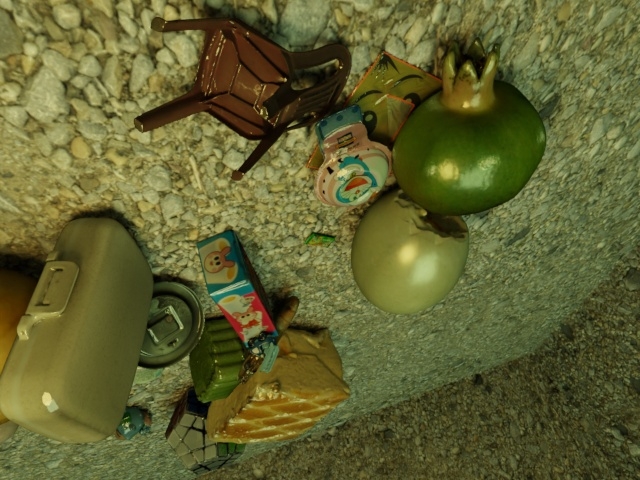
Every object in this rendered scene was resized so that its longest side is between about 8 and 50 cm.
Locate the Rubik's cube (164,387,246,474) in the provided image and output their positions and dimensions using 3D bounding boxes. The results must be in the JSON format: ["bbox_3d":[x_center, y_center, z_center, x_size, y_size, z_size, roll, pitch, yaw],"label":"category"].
[{"bbox_3d":[-0.410,0.687,1.590,0.318,0.319,0.264,-4,114,-25],"label":"Rubik's cube"}]

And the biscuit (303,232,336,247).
[{"bbox_3d":[0.000,0.000,1.141,0.089,0.016,0.046,10,133,-39],"label":"biscuit"}]

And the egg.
[{"bbox_3d":[0.211,0.039,1.083,0.278,0.278,0.336,-4,140,-25],"label":"egg"}]

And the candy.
[{"bbox_3d":[-0.199,0.130,1.075,0.100,0.157,0.306,-19,145,-6],"label":"candy"}]

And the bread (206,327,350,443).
[{"bbox_3d":[-0.153,0.487,1.465,0.390,0.279,0.371,13,128,-37],"label":"bread"}]

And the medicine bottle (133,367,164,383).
[{"bbox_3d":[-0.477,0.287,1.144,0.135,0.135,0.168,-8,142,-22],"label":"medicine bottle"}]

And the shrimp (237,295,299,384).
[{"bbox_3d":[-0.160,0.275,1.236,0.058,0.296,0.169,44,149,-13],"label":"shrimp"}]

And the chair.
[{"bbox_3d":[-0.097,-0.246,0.682,0.176,0.183,0.326,-57,178,37],"label":"chair"}]

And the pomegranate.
[{"bbox_3d":[0.312,-0.199,0.854,0.309,0.216,0.359,-27,141,-12],"label":"pomegranate"}]

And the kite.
[{"bbox_3d":[0.137,-0.245,0.900,0.377,0.013,0.328,-21,145,-4],"label":"kite"}]

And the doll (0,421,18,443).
[{"bbox_3d":[-0.808,0.446,1.160,0.287,0.151,0.151,-24,145,-5],"label":"doll"}]

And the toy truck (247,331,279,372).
[{"bbox_3d":[-0.141,0.286,1.096,0.073,0.090,0.056,-32,143,13],"label":"toy truck"}]

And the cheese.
[{"bbox_3d":[0.061,-0.157,0.892,0.188,0.074,0.286,-25,146,-2],"label":"cheese"}]

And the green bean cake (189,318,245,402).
[{"bbox_3d":[-0.305,0.350,1.265,0.113,0.200,0.214,4,136,-34],"label":"green bean cake"}]

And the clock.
[{"bbox_3d":[-0.389,0.202,1.049,0.214,0.042,0.215,-6,100,-39],"label":"clock"}]

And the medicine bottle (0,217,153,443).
[{"bbox_3d":[-0.418,0.156,0.792,0.122,0.375,0.282,-3,143,3],"label":"medicine bottle"}]

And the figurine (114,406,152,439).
[{"bbox_3d":[-0.684,0.666,1.554,0.144,0.114,0.178,-24,153,3],"label":"figurine"}]

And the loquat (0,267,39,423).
[{"bbox_3d":[-0.635,0.221,0.785,0.328,0.360,0.328,-12,154,-6],"label":"loquat"}]
